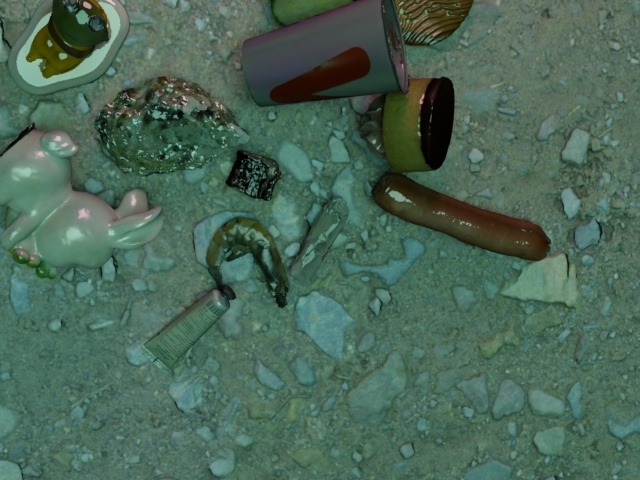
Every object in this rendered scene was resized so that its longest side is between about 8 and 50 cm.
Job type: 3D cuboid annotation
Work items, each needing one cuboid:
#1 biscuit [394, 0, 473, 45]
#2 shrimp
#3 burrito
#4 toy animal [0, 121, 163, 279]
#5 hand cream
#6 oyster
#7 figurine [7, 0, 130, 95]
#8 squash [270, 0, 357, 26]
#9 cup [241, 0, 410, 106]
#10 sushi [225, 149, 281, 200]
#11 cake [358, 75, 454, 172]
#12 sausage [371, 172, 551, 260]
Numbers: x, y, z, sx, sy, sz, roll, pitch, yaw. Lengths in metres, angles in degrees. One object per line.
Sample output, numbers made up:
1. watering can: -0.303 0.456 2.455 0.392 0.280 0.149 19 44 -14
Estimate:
1. biscuit: 0.215 -0.490 1.590 0.228 0.031 0.176 -39 108 -2
2. shrimp: -0.151 0.059 1.616 0.150 0.051 0.217 -26 102 0
3. burrito: -0.001 0.000 1.629 0.064 0.064 0.203 27 96 -16
4. toy animal: -0.472 -0.065 1.447 0.247 0.183 0.310 -44 107 -1
5. hand cream: -0.268 0.180 1.607 0.234 0.050 0.080 -41 105 12
6. oyster: -0.288 -0.222 1.494 0.267 0.112 0.199 -25 105 -10
7. figurine: -0.463 -0.361 1.412 0.250 0.141 0.166 -45 108 -1
8. squash: -0.003 -0.560 1.534 0.189 0.189 0.261 8 64 -14
9. cup: 0.009 -0.345 1.465 0.288 0.203 0.203 -9 104 15
10. sushi: -0.134 -0.133 1.550 0.094 0.098 0.084 20 97 -18
11. cake: 0.165 -0.242 1.565 0.178 0.185 0.208 13 118 22
12. sausage: 0.308 -0.045 1.670 0.418 0.094 0.094 17 127 -15
